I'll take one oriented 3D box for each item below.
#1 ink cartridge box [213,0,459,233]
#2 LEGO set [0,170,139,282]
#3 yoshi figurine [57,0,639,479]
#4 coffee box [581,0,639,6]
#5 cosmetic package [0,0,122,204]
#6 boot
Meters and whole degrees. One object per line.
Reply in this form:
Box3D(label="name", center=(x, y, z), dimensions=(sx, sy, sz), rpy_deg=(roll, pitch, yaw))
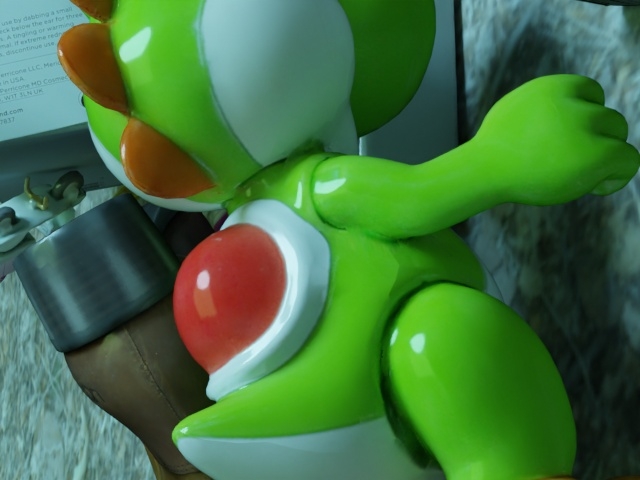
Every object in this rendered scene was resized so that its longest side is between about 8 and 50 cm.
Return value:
Box3D(label="ink cartridge box", center=(0.004, -0.167, 1.013), dimensions=(0.176, 0.069, 0.371), rpy_deg=(-29, 56, 60))
Box3D(label="LEGO set", center=(-0.078, 0.082, 1.078), dimensions=(0.287, 0.132, 0.107), rpy_deg=(51, 154, 24))
Box3D(label="yoshi figurine", center=(0.024, -0.010, 0.789), dimensions=(0.362, 0.203, 0.203), rpy_deg=(63, -177, 9))
Box3D(label="coffee box", center=(0.143, -0.160, 0.672), dimensions=(0.246, 0.098, 0.141), rpy_deg=(15, 96, 63))
Box3D(label="cosmetic package", center=(-0.186, -0.177, 1.113), dimensions=(0.377, 0.097, 0.284), rpy_deg=(146, 113, -83))
Box3D(label="boot", center=(-0.031, 0.111, 0.912), dimensions=(0.280, 0.096, 0.264), rpy_deg=(59, 174, 0))
